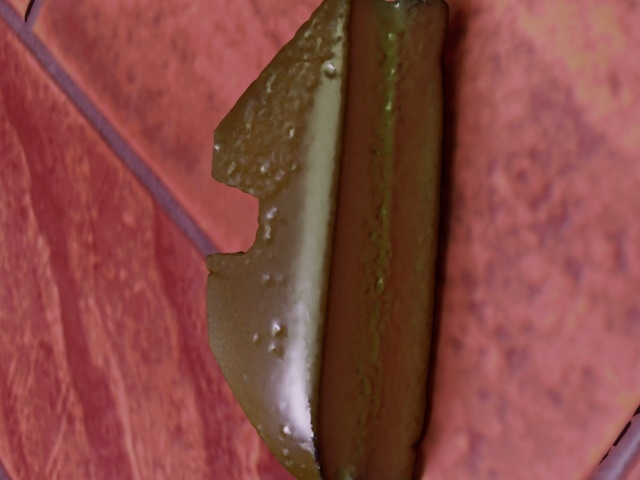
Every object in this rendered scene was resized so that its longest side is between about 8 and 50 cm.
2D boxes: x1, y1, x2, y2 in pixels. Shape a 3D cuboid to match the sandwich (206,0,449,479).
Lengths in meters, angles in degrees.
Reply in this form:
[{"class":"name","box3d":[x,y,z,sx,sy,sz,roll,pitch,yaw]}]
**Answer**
[{"class":"sandwich","box3d":[0.000,0.000,0.678,0.088,0.090,0.244,10,98,42]}]
